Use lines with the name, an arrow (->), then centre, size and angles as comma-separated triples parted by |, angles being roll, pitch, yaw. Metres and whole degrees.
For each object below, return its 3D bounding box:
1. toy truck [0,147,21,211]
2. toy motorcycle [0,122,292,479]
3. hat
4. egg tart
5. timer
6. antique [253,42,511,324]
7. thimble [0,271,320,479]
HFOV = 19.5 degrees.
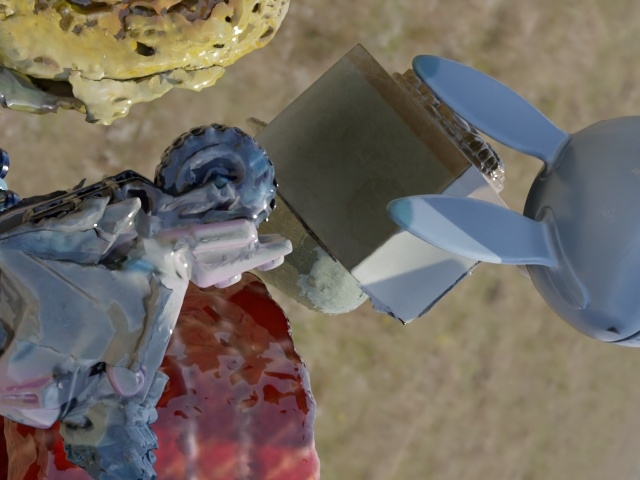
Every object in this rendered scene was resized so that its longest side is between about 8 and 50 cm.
toy truck -> -0.242, -0.020, 1.219 | 0.090, 0.056, 0.073 | -46, -133, 36
toy motorcycle -> -0.123, 0.053, 1.146 | 0.108, 0.239, 0.204 | -87, 159, -76
hat -> 0.000, 0.000, 1.855 | 0.130, 0.257, 0.257 | -57, 169, -2
egg tart -> -0.160, -0.186, 1.145 | 0.132, 0.297, 0.297 | -38, -165, 49
timer -> 0.167, -0.015, 1.265 | 0.175, 0.255, 0.175 | -170, -90, -88
antique -> 0.053, -0.044, 1.404 | 0.148, 0.147, 0.152 | -43, 154, 3
thimble -> -0.156, 0.181, 1.404 | 0.350, 0.230, 0.350 | 180, -90, -68
